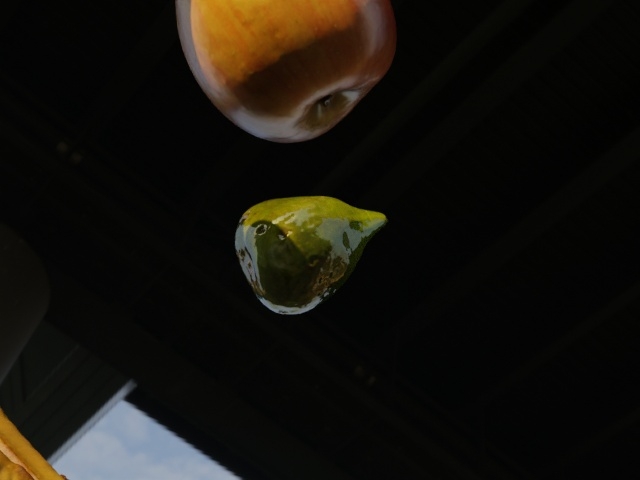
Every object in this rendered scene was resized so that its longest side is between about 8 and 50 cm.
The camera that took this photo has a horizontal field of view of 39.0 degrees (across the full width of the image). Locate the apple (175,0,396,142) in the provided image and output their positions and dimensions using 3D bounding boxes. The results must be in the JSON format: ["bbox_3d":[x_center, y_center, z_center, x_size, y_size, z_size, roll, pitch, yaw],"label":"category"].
[{"bbox_3d":[-0.046,-0.247,1.031,0.242,0.242,0.241,-36,-102,26],"label":"apple"}]

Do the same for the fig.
[{"bbox_3d":[0.000,0.000,1.534,0.275,0.206,0.206,-19,-57,-18],"label":"fig"}]

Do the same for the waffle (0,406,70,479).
[{"bbox_3d":[-0.296,0.291,0.791,0.327,0.098,0.224,38,-77,24],"label":"waffle"}]
